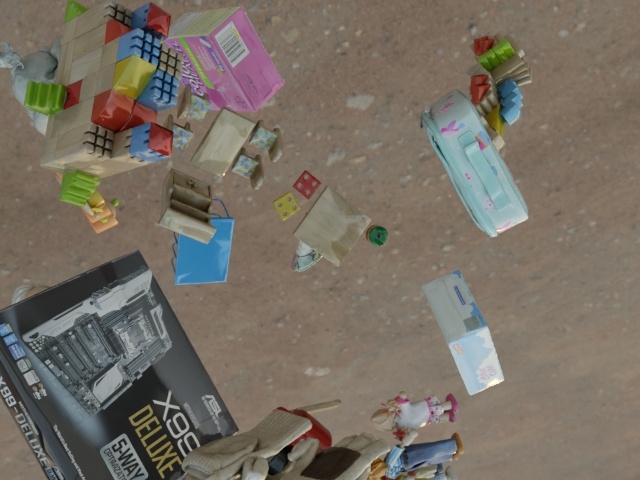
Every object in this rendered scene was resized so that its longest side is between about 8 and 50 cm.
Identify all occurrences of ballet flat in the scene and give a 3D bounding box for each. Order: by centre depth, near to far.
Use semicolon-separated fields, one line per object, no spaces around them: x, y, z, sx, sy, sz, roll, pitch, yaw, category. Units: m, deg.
0.000;0.000;1.712;0.222;0.077;0.079;-30;132;19;ballet flat

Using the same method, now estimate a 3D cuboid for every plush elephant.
-0.618;-0.390;1.697;0.256;0.271;0.330;14;175;8;plush elephant

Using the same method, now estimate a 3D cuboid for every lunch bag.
0.292;-0.153;1.304;0.108;0.224;0.279;-29;107;16;lunch bag

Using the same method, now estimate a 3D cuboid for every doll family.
0.139;0.362;1.078;0.163;0.118;0.263;-8;129;-13;doll family

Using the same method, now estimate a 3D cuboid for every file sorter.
-0.275;0.000;1.533;0.118;0.104;0.170;-3;124;-23;file sorter

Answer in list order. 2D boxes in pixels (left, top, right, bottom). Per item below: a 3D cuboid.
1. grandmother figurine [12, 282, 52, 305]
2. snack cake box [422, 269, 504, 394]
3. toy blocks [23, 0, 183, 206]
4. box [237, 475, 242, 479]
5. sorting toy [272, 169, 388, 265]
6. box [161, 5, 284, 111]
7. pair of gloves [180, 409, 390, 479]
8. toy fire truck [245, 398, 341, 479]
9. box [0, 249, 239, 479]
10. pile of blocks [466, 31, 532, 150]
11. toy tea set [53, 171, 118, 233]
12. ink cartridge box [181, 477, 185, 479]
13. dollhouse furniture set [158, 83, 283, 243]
-0.422;0.133;1.176;0.342;0.104;0.208;9;156;37;grandmother figurine
0.309;0.202;1.447;0.089;0.152;0.264;-25;140;5;snack cake box
-0.352;-0.271;1.173;0.261;0.381;0.191;-9;160;37;toy blocks
-0.228;0.647;1.567;0.207;0.153;0.108;-8;-178;-15;box
0.014;-0.039;1.491;0.274;0.046;0.132;35;88;-24;sorting toy
-0.246;-0.432;1.626;0.243;0.117;0.213;15;146;45;box
-0.058;0.271;0.812;0.204;0.042;0.240;-22;-164;-37;pair of gloves
-0.043;0.395;1.383;0.158;0.246;0.217;44;146;-19;toy fire truck
-0.282;0.197;0.913;0.076;0.307;0.242;-27;-179;44;box
0.424;-0.388;1.640;0.149;0.362;0.113;-12;146;35;pile of blocks
-0.537;-0.137;1.599;0.124;0.200;0.336;-37;177;-16;toy tea set
-0.175;0.552;1.280;0.395;0.151;0.270;42;166;-9;ink cartridge box
-0.219;-0.143;1.341;0.212;0.161;0.242;23;120;-26;dollhouse furniture set
